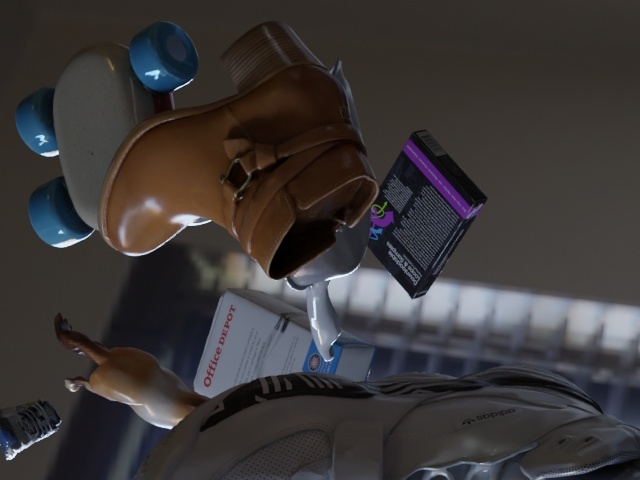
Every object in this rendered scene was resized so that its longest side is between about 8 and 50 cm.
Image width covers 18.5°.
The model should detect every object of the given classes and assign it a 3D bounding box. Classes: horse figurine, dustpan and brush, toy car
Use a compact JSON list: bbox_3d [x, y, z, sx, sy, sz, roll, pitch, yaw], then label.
[{"bbox_3d":[-0.177,0.166,2.106,0.066,0.263,0.174,-61,10,-20],"label":"horse figurine"},{"bbox_3d":[0.000,0.000,1.354,0.147,0.060,0.211,-69,-33,-49],"label":"dustpan and brush"},{"bbox_3d":[-0.167,-0.098,2.137,0.238,0.219,0.210,12,-119,-50],"label":"toy car"}]

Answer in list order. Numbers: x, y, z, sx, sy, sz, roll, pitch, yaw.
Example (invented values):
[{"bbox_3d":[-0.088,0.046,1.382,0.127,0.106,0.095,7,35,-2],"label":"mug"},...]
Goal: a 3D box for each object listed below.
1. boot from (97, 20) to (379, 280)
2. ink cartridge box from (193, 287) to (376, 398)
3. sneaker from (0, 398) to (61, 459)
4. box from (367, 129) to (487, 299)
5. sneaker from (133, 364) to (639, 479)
[{"bbox_3d":[-0.055,-0.025,1.217,0.073,0.152,0.197,18,-58,-42],"label":"boot"},{"bbox_3d":[-0.044,0.155,2.373,0.082,0.190,0.140,5,-74,-52],"label":"ink cartridge box"},{"bbox_3d":[-0.290,0.179,1.948,0.135,0.058,0.052,-66,-48,-88],"label":"sneaker"},{"bbox_3d":[0.111,-0.028,2.234,0.029,0.116,0.162,-14,-34,-45],"label":"box"},{"bbox_3d":[0.071,0.166,1.261,0.365,0.210,0.137,-6,-77,-28],"label":"sneaker"}]
